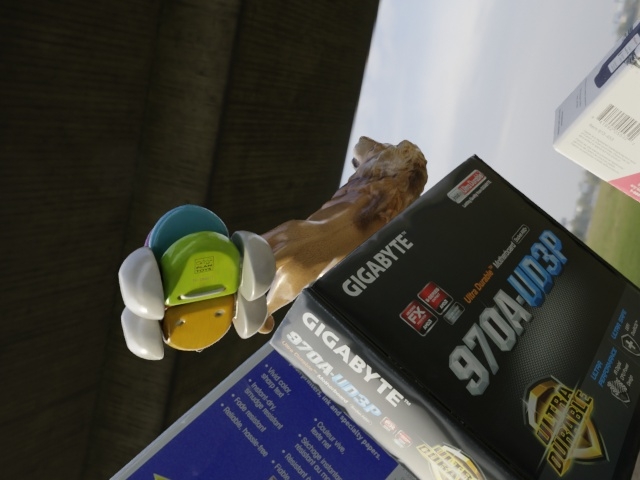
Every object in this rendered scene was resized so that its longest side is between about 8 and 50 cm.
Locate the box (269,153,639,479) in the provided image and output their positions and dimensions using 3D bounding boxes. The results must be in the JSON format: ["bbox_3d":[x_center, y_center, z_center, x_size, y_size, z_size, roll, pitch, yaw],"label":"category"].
[{"bbox_3d":[0.103,0.052,0.413,0.220,0.175,0.051,-35,-17,-50],"label":"box"}]

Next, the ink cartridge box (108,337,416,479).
[{"bbox_3d":[0.020,0.231,0.599,0.307,0.303,0.072,-38,-11,-31],"label":"ink cartridge box"}]

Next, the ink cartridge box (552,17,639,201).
[{"bbox_3d":[0.416,-0.169,0.838,0.237,0.172,0.100,-54,9,42],"label":"ink cartridge box"}]

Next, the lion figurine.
[{"bbox_3d":[0.000,0.000,0.972,0.240,0.142,0.392,-39,4,39],"label":"lion figurine"}]

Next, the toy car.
[{"bbox_3d":[-0.143,0.036,0.793,0.182,0.159,0.136,105,148,-49],"label":"toy car"}]
